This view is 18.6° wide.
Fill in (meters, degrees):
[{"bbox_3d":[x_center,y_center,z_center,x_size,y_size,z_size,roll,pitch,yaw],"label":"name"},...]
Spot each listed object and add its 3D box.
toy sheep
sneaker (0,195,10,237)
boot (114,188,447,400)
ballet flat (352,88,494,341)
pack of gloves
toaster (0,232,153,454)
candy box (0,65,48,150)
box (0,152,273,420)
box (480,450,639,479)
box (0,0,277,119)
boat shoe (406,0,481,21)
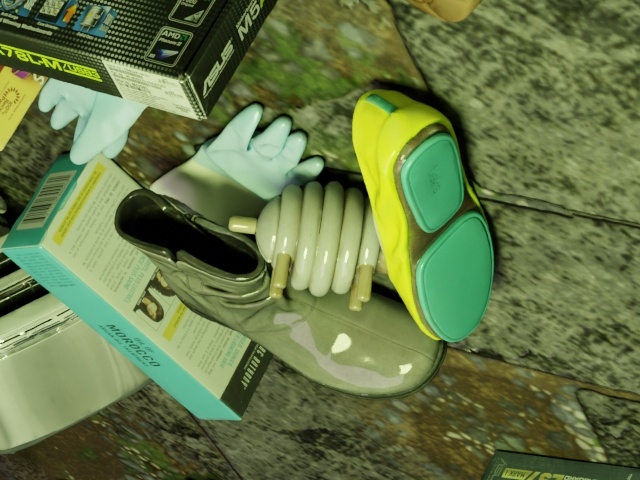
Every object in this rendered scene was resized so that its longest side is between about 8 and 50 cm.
[{"bbox_3d":[0.000,0.000,1.388,0.132,0.091,0.091,10,157,-8],"label":"toy sheep"},{"bbox_3d":[-0.329,-0.037,1.672,0.118,0.110,0.292,15,162,10],"label":"sneaker"},{"bbox_3d":[-0.034,0.043,1.473,0.246,0.083,0.161,21,170,18],"label":"boot"},{"bbox_3d":[0.066,-0.021,1.322,0.077,0.077,0.231,39,161,33],"label":"ballet flat"},{"bbox_3d":[-0.113,-0.068,1.436,0.195,0.046,0.232,34,155,-10],"label":"pack of gloves"},{"bbox_3d":[-0.250,0.080,1.679,0.129,0.227,0.146,57,170,41],"label":"toaster"},{"bbox_3d":[-0.264,-0.105,1.446,0.053,0.109,0.186,38,153,-21],"label":"candy box"},{"bbox_3d":[-0.139,0.039,1.602,0.060,0.100,0.244,-5,139,48],"label":"box"},{"bbox_3d":[0.264,0.272,1.677,0.183,0.059,0.233,2,144,43],"label":"box"},{"bbox_3d":[-0.104,-0.167,1.067,0.190,0.184,0.045,18,156,25],"label":"box"},{"bbox_3d":[-0.017,-0.240,0.920,0.342,0.123,0.123,40,175,30],"label":"boat shoe"}]
